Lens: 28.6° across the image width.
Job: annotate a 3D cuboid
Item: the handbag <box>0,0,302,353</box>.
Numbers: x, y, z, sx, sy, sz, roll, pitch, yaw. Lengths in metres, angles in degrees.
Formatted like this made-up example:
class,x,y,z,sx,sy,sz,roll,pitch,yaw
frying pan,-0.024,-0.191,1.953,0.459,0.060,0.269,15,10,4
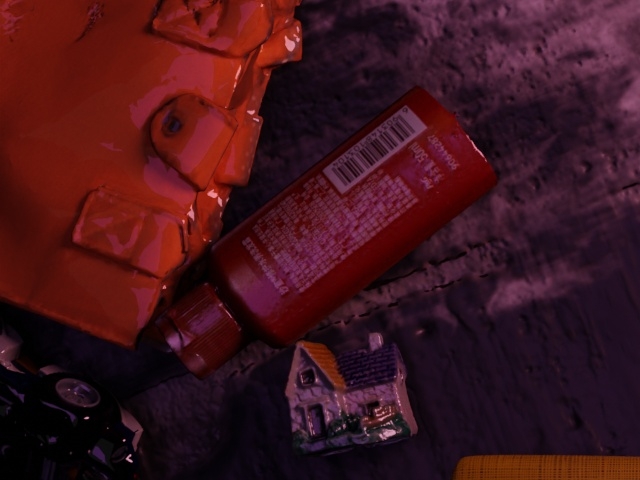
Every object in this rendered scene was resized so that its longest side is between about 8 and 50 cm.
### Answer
class,x,y,z,sx,sy,sz,roll,pitch,yaw
handbag,-0.199,-0.126,1.189,0.303,0.116,0.410,18,87,22

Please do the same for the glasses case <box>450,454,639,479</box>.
class,x,y,z,sx,sy,sz,roll,pitch,yaw
glasses case,0.219,0.212,1.006,0.234,0.064,0.079,-2,62,18

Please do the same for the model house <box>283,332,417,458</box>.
class,x,y,z,sx,sy,sz,roll,pitch,yaw
model house,0.024,0.130,1.079,0.100,0.088,0.100,-13,78,14

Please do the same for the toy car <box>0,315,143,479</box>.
class,x,y,z,sx,sy,sz,roll,pitch,yaw
toy car,-0.292,0.178,1.167,0.301,0.118,0.193,30,110,18

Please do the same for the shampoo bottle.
class,x,y,z,sx,sy,sz,roll,pitch,yaw
shampoo bottle,0.000,0.000,1.092,0.314,0.076,0.118,-38,73,-1
